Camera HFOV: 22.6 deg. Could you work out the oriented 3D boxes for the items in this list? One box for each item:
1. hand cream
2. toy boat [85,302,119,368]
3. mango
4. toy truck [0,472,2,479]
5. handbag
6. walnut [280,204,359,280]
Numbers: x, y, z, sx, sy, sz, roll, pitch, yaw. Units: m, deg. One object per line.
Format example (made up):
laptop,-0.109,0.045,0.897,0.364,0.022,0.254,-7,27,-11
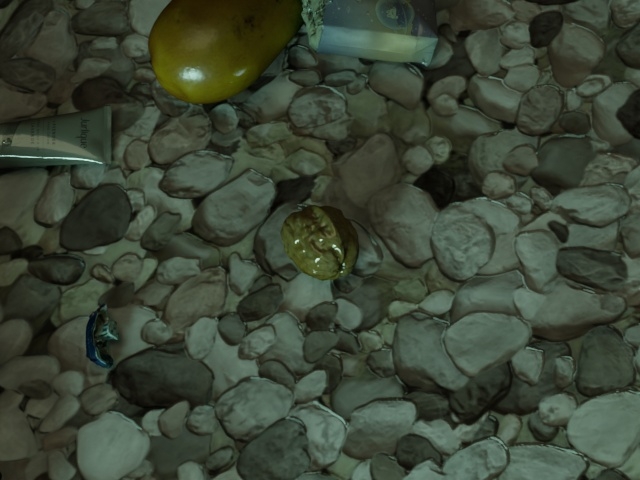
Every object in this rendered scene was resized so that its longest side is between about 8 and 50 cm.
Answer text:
hand cream,-0.351,-0.123,1.993,0.186,0.054,0.087,-6,61,3
toy boat,-0.247,0.107,1.820,0.038,0.038,0.083,-12,55,7
mango,-0.117,-0.261,1.977,0.151,0.120,0.221,31,63,24
toy truck,-0.432,0.273,1.721,0.270,0.114,0.135,30,65,27
handbag,0.053,-0.274,1.944,0.173,0.095,0.117,6,52,-10
walnut,0.000,0.000,1.803,0.079,0.082,0.096,-13,49,-28
